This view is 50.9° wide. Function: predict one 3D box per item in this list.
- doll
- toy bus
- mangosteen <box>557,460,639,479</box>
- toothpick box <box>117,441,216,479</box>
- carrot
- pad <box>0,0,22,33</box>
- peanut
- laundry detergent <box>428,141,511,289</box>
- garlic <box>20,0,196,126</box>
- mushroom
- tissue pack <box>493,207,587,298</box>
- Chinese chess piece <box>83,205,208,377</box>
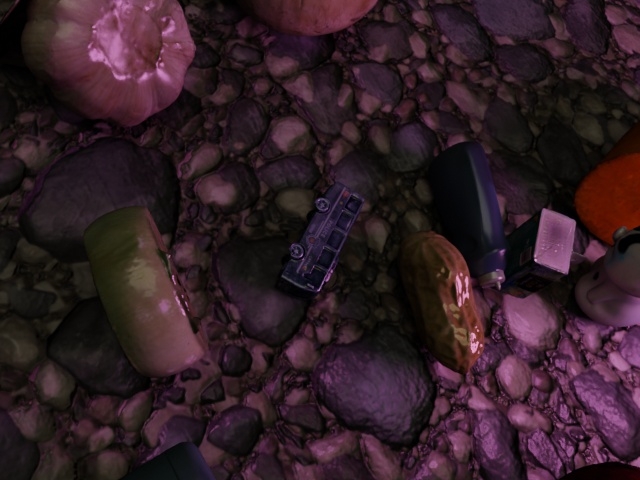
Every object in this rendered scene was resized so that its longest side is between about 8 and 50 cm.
[{"bbox_3d":[0.417,0.045,0.894,0.110,0.180,0.107,-39,67,-24],"label":"doll"},{"bbox_3d":[0.000,0.000,0.877,0.065,0.047,0.165,30,63,-4],"label":"toy bus"},{"bbox_3d":[0.316,0.379,0.717,0.235,0.235,0.261,41,107,6],"label":"mangosteen"},{"bbox_3d":[-0.184,0.294,0.666,0.184,0.120,0.120,-26,75,-19],"label":"toothpick box"},{"bbox_3d":[0.551,-0.117,0.977,0.331,0.193,0.214,-38,40,-29],"label":"carrot"},{"bbox_3d":[-0.336,-0.373,0.876,0.004,0.220,0.330,40,60,-28],"label":"pad"},{"bbox_3d":[0.158,0.074,0.860,0.083,0.093,0.194,2,61,-43],"label":"peanut"},{"bbox_3d":[0.207,-0.027,0.911,0.061,0.097,0.206,2,65,-31],"label":"laundry detergent"},{"bbox_3d":[-0.289,-0.262,0.874,0.219,0.218,0.212,-41,41,-25],"label":"garlic"},{"bbox_3d":[-0.047,-0.407,0.962,0.189,0.195,0.253,-39,78,-21],"label":"mushroom"},{"bbox_3d":[0.296,0.024,0.903,0.079,0.111,0.085,22,64,-5],"label":"tissue pack"},{"bbox_3d":[-0.186,0.054,0.728,0.083,0.188,0.188,-24,74,-9],"label":"Chinese chess piece"}]
